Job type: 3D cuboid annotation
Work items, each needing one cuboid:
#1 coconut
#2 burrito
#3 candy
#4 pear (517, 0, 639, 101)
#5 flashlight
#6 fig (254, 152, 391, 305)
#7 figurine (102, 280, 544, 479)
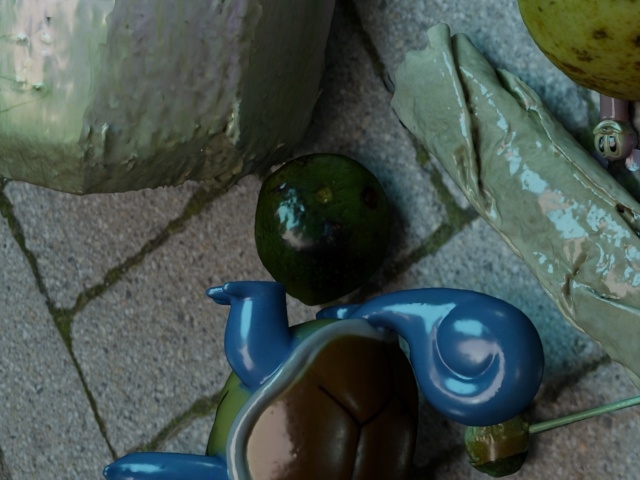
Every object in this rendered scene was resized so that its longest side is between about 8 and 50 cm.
[{"bbox_3d":[-0.179,-0.246,1.624,0.405,0.405,0.404,3,96,39],"label":"coconut"},{"bbox_3d":[0.192,-0.024,1.520,0.392,0.076,0.117,51,135,27],"label":"burrito"},{"bbox_3d":[0.207,0.148,1.550,0.202,0.061,0.061,-19,81,30],"label":"candy"},{"bbox_3d":[0.262,-0.232,1.364,0.271,0.271,0.271,3,96,39],"label":"pear"},{"bbox_3d":[0.234,-0.110,1.512,0.052,0.031,0.110,0,93,40],"label":"flashlight"},{"bbox_3d":[0.000,0.000,1.673,0.123,0.123,0.156,58,163,20],"label":"fig"},{"bbox_3d":[-0.007,0.169,1.595,0.243,0.298,0.416,46,104,21],"label":"figurine"}]
